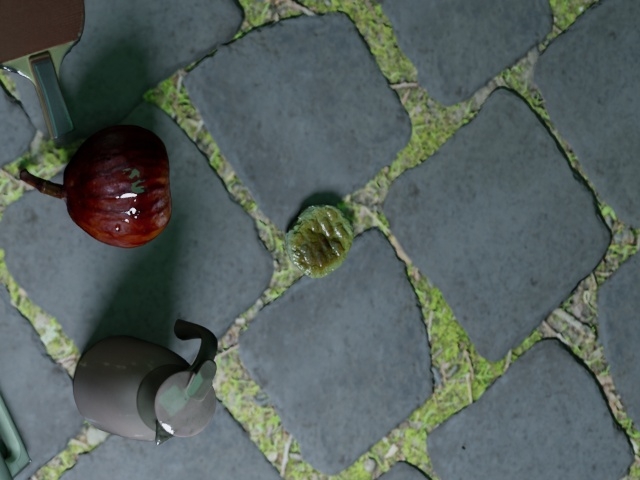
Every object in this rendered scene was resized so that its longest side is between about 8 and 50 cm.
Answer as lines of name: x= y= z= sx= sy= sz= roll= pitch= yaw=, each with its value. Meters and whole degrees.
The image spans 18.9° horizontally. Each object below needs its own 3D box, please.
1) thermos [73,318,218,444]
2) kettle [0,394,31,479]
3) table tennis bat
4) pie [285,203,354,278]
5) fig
thermos: x=-0.163 y=0.142 z=1.955 sx=0.105 sy=0.193 sz=0.137 roll=40 pitch=75 yaw=-21
kettle: x=-0.369 y=0.200 z=1.920 sx=0.098 sy=0.127 sz=0.148 roll=-22 pitch=107 yaw=9
table tennis bat: x=-0.296 y=-0.213 z=1.968 sx=0.130 sy=0.019 sz=0.220 roll=-21 pitch=100 yaw=-25
pie: x=0.000 y=0.000 z=2.126 sx=0.084 sy=0.020 sz=0.084 roll=-2 pitch=94 yaw=-26
fig: x=-0.213 y=-0.065 z=1.963 sx=0.150 sy=0.128 sz=0.128 roll=33 pitch=78 yaw=-19
